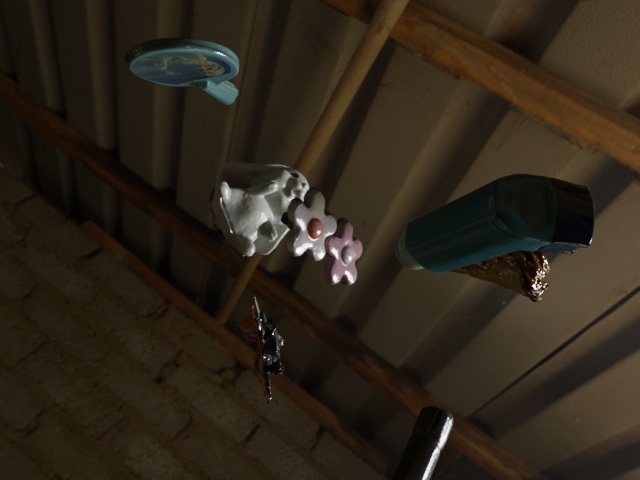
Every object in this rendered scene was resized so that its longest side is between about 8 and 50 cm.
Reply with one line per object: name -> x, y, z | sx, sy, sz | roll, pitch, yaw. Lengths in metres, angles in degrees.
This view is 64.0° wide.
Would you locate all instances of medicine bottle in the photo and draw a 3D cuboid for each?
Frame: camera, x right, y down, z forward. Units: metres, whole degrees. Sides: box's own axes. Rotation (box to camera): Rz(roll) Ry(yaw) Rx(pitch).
medicine bottle -> 0.198, -0.011, 0.645 | 0.124, 0.079, 0.258 | 12, -18, -22

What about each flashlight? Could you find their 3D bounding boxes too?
flashlight -> 0.180, 0.534, 1.078 | 0.103, 0.424, 0.103 | 22, -42, 22

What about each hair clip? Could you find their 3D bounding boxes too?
hair clip -> 0.006, 0.000, 1.029 | 0.075, 0.146, 0.257 | -9, -36, 42

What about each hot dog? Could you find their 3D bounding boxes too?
hot dog -> 0.333, 0.024, 1.036 | 0.259, 0.114, 0.175 | 22, -10, 39

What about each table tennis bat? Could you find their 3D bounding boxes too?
table tennis bat -> -0.180, -0.243, 0.748 | 0.149, 0.237, 0.038 | -5, -90, 11

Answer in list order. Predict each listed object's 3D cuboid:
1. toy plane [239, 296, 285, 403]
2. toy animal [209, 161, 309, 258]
toy plane -> -0.084, 0.179, 0.826 | 0.188, 0.062, 0.135 | -122, -169, -50
toy animal -> -0.161, -0.083, 1.367 | 0.174, 0.289, 0.248 | 6, -83, 60
